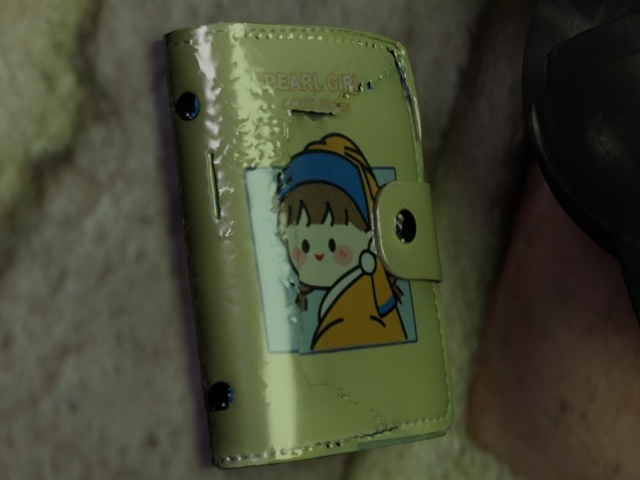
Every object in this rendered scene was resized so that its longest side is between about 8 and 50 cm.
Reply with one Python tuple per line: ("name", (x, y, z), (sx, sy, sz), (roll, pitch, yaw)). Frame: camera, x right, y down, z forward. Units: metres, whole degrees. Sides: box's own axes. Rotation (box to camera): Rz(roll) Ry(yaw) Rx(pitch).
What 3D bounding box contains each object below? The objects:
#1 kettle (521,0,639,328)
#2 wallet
("kettle", (0.229, -0.017, 0.804), (0.324, 0.228, 0.321), (3, 76, -37))
("wallet", (0.000, 0.000, 0.702), (0.110, 0.039, 0.155), (-3, 85, -43))
